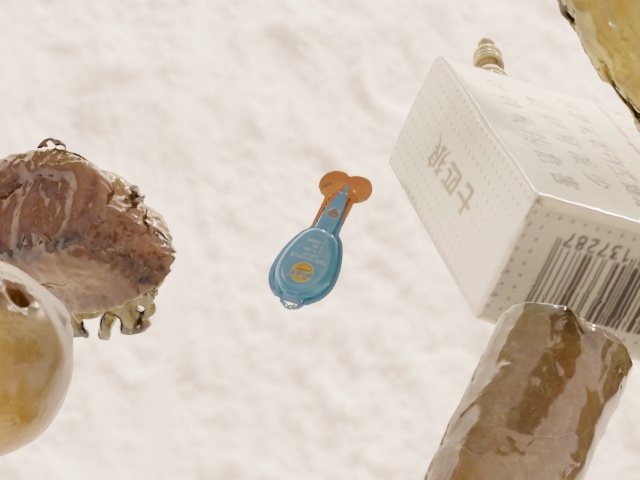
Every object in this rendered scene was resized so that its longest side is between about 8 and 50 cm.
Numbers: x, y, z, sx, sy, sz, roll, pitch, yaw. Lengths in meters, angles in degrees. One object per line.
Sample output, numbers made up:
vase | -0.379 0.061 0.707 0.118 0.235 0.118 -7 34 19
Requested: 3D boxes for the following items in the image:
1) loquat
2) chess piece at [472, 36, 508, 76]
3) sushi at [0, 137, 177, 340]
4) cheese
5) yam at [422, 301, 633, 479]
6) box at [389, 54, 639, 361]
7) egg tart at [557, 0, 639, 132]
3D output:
loquat | -0.254 0.087 1.341 0.137 0.163 0.163 -19 70 -46
chess piece | 0.152 -0.158 1.643 0.035 0.035 0.092 26 29 -15
sushi | -0.270 0.001 1.877 0.179 0.296 0.167 39 50 -56
cheese | 0.000 0.000 1.215 0.047 0.017 0.111 18 65 17
yam | 0.055 0.177 0.843 0.081 0.081 0.357 35 56 -8
box | 0.230 0.000 1.182 0.330 0.095 0.210 13 25 -21
egg tart | 0.195 -0.148 0.843 0.278 0.095 0.279 4 82 -30
